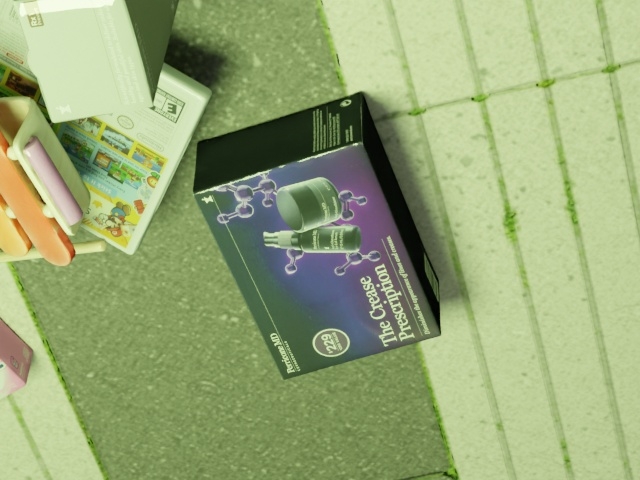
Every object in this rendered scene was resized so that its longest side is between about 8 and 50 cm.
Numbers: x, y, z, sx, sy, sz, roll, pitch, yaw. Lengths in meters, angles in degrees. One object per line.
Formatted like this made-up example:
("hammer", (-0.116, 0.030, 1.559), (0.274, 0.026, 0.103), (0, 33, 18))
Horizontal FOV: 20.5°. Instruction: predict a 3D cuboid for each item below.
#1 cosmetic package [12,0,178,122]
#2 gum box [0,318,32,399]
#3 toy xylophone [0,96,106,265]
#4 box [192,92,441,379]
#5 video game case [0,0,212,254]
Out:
("cosmetic package", (-0.195, -0.221, 1.591), (0.107, 0.238, 0.127), (-9, 126, 6))
("gum box", (-0.428, 0.147, 1.964), (0.188, 0.062, 0.107), (-29, 121, 19))
("toy xylophone", (-0.346, -0.046, 1.759), (0.322, 0.081, 0.236), (-9, 126, 39))
("box", (0.000, 0.000, 1.841), (0.184, 0.103, 0.261), (-15, 125, 14))
("video game case", (-0.243, -0.120, 1.748), (0.227, 0.026, 0.206), (30, 122, 2))
